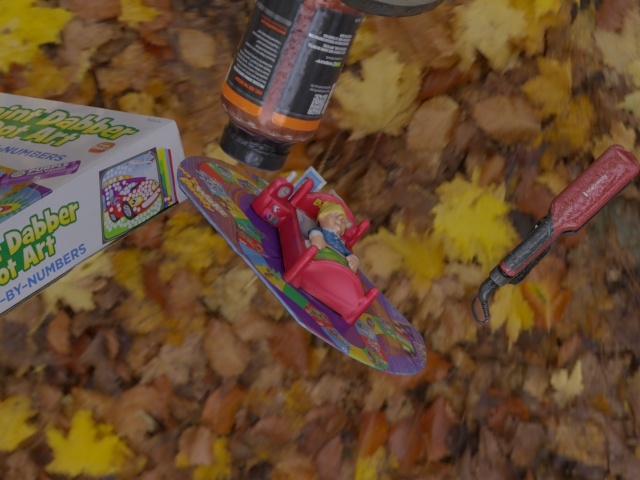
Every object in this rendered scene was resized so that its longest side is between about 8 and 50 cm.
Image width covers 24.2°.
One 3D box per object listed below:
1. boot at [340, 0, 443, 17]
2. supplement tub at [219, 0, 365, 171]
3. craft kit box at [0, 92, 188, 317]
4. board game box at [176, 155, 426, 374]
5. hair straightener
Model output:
[{"bbox_3d":[0.042,-0.208,0.468,0.085,0.178,0.236,-4,82,-21],"label":"boot"},{"bbox_3d":[-0.034,-0.169,1.459,0.106,0.106,0.198,25,109,4],"label":"supplement tub"},{"bbox_3d":[-0.245,-0.012,0.842,0.249,0.246,0.061,11,121,37],"label":"craft kit box"},{"bbox_3d":[0.000,0.000,0.788,0.169,0.133,0.033,47,107,24],"label":"board game box"},{"bbox_3d":[0.238,0.000,1.539,0.047,0.089,0.230,41,86,11],"label":"hair straightener"}]
